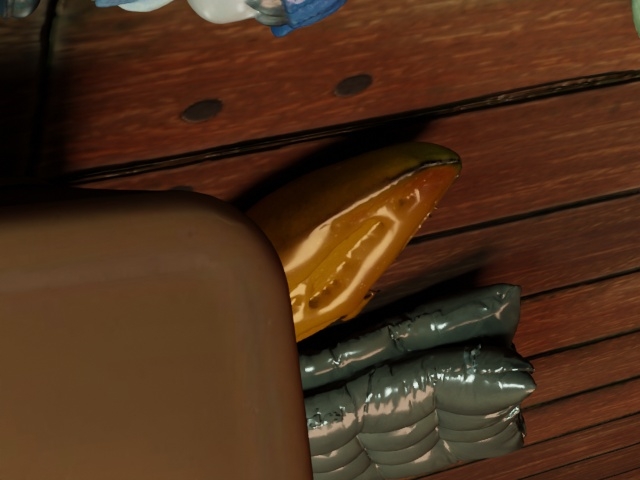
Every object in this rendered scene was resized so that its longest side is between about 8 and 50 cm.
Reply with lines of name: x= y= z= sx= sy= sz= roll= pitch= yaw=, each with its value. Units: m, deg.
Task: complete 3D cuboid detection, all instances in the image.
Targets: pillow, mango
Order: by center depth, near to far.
mango: x=0.000 y=0.000 z=0.811 sx=0.187 sy=0.066 sz=0.101 roll=-38 pitch=145 yaw=23
pillow: x=0.008 y=0.142 z=1.079 sx=0.326 sy=0.101 sz=0.228 roll=-15 pitch=156 yaw=1

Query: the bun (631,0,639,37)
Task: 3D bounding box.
bun: x=0.268 y=-0.129 z=0.701 sx=0.221 sy=0.108 sz=0.221 roll=-19 pitch=158 yaw=-8

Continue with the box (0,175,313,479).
box: x=-0.190 y=0.104 z=0.539 sx=0.339 sy=0.239 sz=0.229 roll=-9 pitch=-176 yaw=-30

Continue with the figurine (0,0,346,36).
figurine: x=-0.050 y=-0.114 z=0.518 sx=0.136 sy=0.077 sz=0.079 roll=4 pitch=130 yaw=-24
